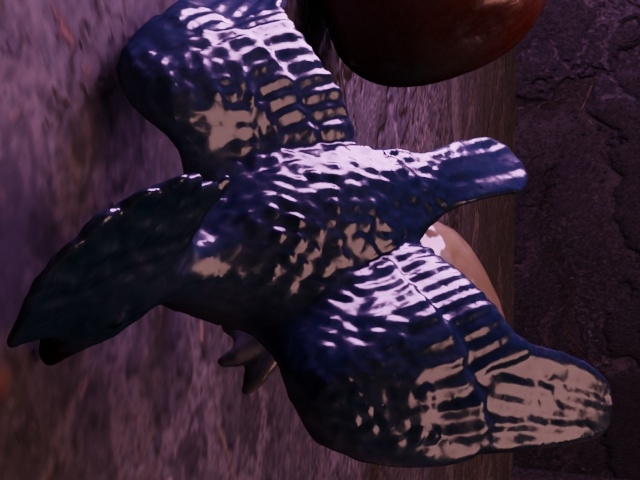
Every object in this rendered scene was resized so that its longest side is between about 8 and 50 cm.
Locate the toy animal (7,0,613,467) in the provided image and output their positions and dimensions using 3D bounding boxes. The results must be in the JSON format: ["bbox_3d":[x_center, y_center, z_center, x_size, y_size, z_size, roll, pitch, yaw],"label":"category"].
[{"bbox_3d":[0.000,0.000,0.452,0.255,0.239,0.176,-30,170,-26],"label":"toy animal"}]

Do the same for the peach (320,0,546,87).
[{"bbox_3d":[0.054,-0.160,0.722,0.152,0.152,0.152,4,90,-77],"label":"peach"}]

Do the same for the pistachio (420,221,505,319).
[{"bbox_3d":[0.096,0.064,1.005,0.126,0.108,0.185,-122,-160,-64],"label":"pistachio"}]
